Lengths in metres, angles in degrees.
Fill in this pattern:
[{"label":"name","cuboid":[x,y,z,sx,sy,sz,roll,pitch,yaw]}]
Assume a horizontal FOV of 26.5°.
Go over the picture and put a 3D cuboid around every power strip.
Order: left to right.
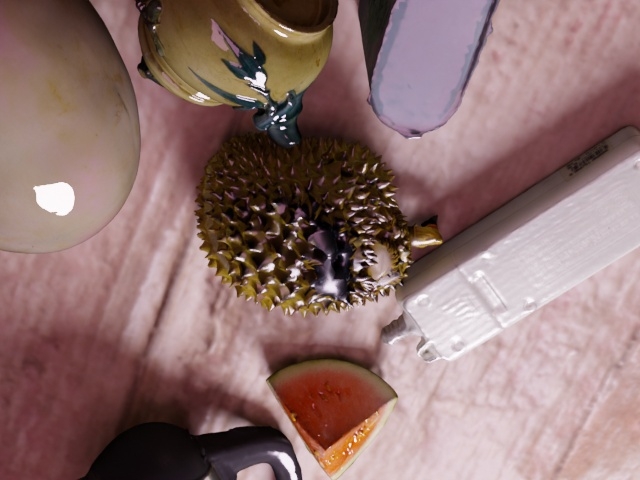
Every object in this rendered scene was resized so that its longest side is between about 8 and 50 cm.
[{"label":"power strip","cuboid":[0.203,0.011,1.318,0.338,0.058,0.098,-33,113,13]}]

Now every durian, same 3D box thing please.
[{"label":"durian","cuboid":[0.000,0.000,1.260,0.237,0.138,0.193,3,114,-4]}]

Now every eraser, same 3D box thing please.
[{"label":"eraser","cuboid":[0.085,-0.203,1.115,0.081,0.227,0.174,16,114,-10]}]

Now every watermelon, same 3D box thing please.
[{"label":"watermelon","cuboid":[-0.001,0.182,1.374,0.135,0.094,0.125,30,119,-11]}]

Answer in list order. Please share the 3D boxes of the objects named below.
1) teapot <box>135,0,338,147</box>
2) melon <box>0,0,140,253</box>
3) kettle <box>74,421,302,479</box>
[{"label":"teapot","cuboid":[-0.096,-0.193,1.164,0.269,0.173,0.182,47,131,-11]},{"label":"melon","cuboid":[-0.278,-0.128,1.136,0.223,0.223,0.317,-25,130,10]},{"label":"kettle","cuboid":[-0.149,0.314,1.377,0.250,0.207,0.271,2,108,5]}]
